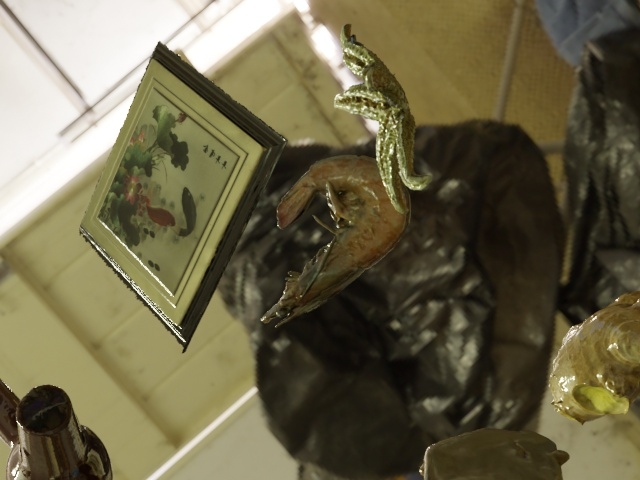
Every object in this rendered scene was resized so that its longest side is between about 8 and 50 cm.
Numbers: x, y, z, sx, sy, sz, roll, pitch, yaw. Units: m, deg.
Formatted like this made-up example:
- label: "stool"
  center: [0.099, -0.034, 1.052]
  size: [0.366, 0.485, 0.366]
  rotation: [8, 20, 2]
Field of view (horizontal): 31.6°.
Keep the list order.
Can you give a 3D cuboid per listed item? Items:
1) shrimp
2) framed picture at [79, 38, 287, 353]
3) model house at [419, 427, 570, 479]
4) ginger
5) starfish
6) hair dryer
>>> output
- label: "shrimp"
  center: [0.000, 0.000, 1.405]
  size: [0.143, 0.251, 0.052]
  rotation: [44, -178, 2]
- label: "framed picture"
  center: [-0.125, -0.043, 0.942]
  size: [0.010, 0.199, 0.195]
  rotation: [7, -154, -48]
- label: "model house"
  center: [0.211, 0.376, 1.444]
  size: [0.220, 0.229, 0.199]
  rotation: [9, -169, -1]
- label: "ginger"
  center: [0.330, 0.136, 1.313]
  size: [0.102, 0.157, 0.216]
  rotation: [29, 140, -4]
- label: "starfish"
  center: [0.057, -0.104, 1.039]
  size: [0.208, 0.053, 0.176]
  rotation: [-114, 11, -60]
- label: "hair dryer"
  center: [-0.383, 0.184, 1.341]
  size: [0.340, 0.123, 0.312]
  rotation: [40, 152, 21]
